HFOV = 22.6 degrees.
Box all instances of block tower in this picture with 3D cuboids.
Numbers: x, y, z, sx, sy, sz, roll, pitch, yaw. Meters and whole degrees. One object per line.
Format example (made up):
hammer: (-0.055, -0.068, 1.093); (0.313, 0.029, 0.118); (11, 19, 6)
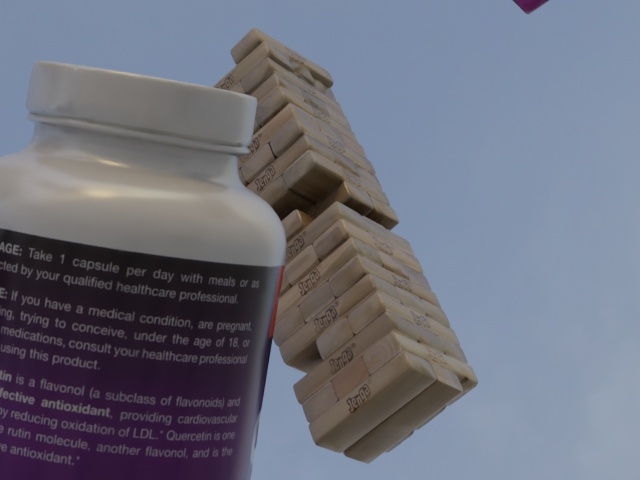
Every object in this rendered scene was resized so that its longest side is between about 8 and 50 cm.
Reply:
block tower: (0.000, 0.000, 1.151); (0.097, 0.335, 0.091); (-40, -41, 21)

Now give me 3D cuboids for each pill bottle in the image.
pill bottle: (-0.119, 0.072, 0.878); (0.181, 0.181, 0.323); (7, -87, -37)

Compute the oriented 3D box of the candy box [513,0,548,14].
candy box: (0.145, -0.263, 0.928); (0.159, 0.233, 0.071); (-33, -51, 25)
